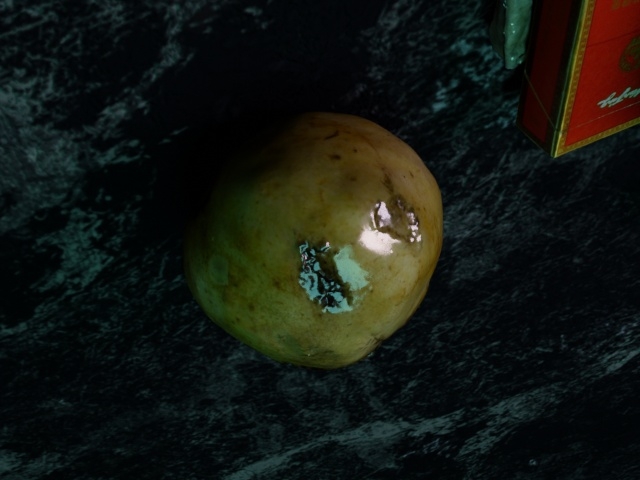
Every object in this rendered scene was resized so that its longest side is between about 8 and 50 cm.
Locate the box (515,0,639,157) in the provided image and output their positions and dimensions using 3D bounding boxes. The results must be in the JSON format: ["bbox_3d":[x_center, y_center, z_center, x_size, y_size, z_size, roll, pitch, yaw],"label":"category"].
[{"bbox_3d":[0.274,-0.206,0.807,0.153,0.074,0.240,-25,140,-20],"label":"box"}]

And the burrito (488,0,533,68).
[{"bbox_3d":[0.177,-0.231,0.794,0.042,0.051,0.171,2,141,9],"label":"burrito"}]

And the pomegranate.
[{"bbox_3d":[0.000,0.000,0.864,0.260,0.260,0.260,-7,137,-7],"label":"pomegranate"}]
